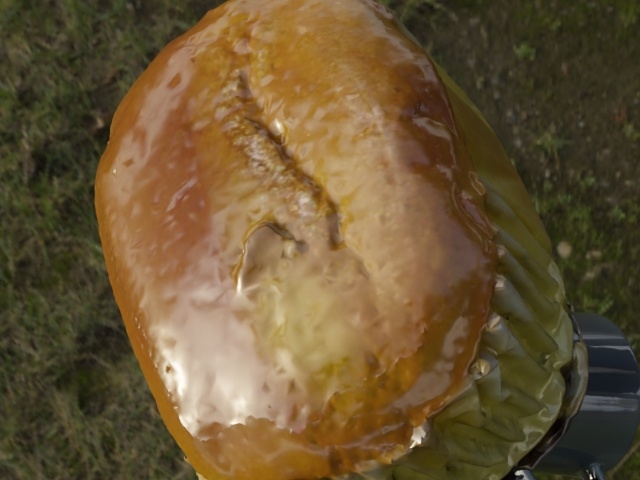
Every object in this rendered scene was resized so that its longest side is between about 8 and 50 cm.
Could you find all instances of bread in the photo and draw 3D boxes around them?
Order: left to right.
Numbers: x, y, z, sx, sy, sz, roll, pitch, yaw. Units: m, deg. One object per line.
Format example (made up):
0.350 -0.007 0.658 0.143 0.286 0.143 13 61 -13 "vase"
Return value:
0.000 0.000 0.390 0.132 0.114 0.190 -35 57 15 "bread"

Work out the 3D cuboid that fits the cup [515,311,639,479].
0.095 0.080 0.530 0.077 0.078 0.100 5 54 -28 "cup"
